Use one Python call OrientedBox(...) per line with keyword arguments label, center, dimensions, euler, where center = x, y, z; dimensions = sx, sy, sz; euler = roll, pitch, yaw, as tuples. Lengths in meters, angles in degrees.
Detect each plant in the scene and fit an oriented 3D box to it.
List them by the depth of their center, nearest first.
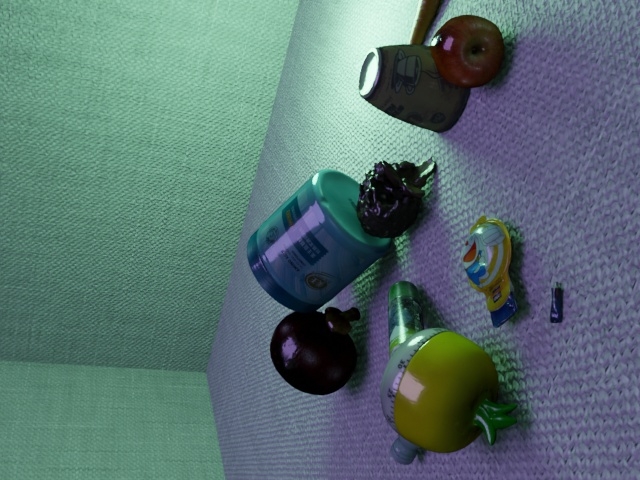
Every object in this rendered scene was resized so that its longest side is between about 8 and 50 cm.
OrientedBox(label="plant", center=(0.205, -0.123, 1.847), dimensions=(0.234, 0.204, 0.178), euler=(120, 139, -51))

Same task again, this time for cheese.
OrientedBox(label="cheese", center=(0.387, 0.063, 1.459), dimensions=(0.177, 0.069, 0.271), euler=(122, 148, -47))

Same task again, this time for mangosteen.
OrientedBox(label="mangosteen", center=(-0.016, 0.351, 2.103), dimensions=(0.297, 0.296, 0.293), euler=(-105, 33, -45))

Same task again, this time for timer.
OrientedBox(label="timer", center=(0.293, 0.340, 1.384), dimensions=(0.285, 0.285, 0.286), euler=(-172, 90, -69))

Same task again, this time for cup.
OrientedBox(label="cup", center=(0.238, -0.461, 1.788), dimensions=(0.301, 0.256, 0.227), euler=(-102, 31, -46))

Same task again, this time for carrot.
OrientedBox(label="carrot", center=(0.311, -0.665, 1.955), dimensions=(0.069, 0.069, 0.336), euler=(-108, 26, -49))

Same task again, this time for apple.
OrientedBox(label="apple", center=(0.360, -0.467, 1.593), dimensions=(0.199, 0.199, 0.199), euler=(-172, 90, -69))

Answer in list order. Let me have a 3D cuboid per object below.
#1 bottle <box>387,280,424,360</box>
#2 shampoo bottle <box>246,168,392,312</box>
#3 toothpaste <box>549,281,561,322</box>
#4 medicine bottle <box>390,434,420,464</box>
OrientedBox(label="bottle", center=(0.221, 0.214, 1.669), dimensions=(0.330, 0.093, 0.093), euler=(-78, 5, -66))
OrientedBox(label="shampoo bottle", center=(0.000, 0.000, 2.025), dimensions=(0.342, 0.331, 0.331), euler=(-42, 41, 30))
OrientedBox(label="toothpaste", center=(0.471, 0.124, 1.292), dimensions=(0.027, 0.019, 0.084), euler=(-4, 82, 51))
OrientedBox(label="medicine bottle", center=(0.246, 0.476, 1.646), dimensions=(0.090, 0.090, 0.217), euler=(-111, 34, -52))
